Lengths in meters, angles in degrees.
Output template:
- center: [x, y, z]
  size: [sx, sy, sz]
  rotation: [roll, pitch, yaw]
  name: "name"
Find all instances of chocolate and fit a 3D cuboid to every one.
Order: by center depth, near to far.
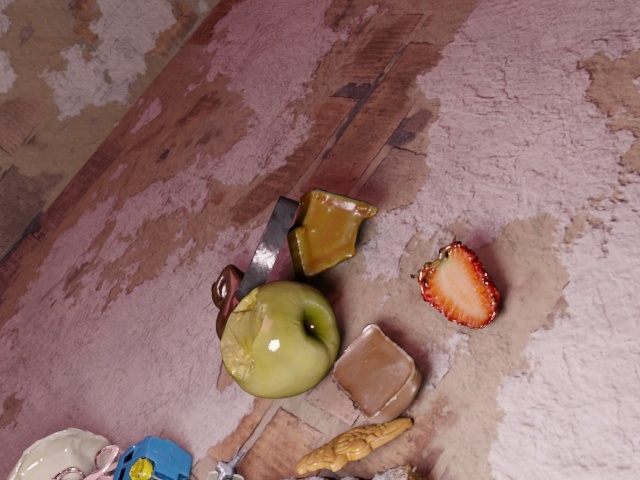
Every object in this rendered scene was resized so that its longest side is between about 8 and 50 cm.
- center: [0.125, 0.289, 1.712]
  size: [0.161, 0.083, 0.261]
  rotation: [-44, 25, 0]
  name: "chocolate"

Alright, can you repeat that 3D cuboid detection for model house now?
- center: [0.003, 0.003, 2.086]
  size: [0.268, 0.173, 0.239]
  rotation: [150, 142, -77]
  name: "model house"

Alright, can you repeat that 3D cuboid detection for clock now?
- center: [-0.130, 0.022, 2.021]
  size: [0.280, 0.055, 0.280]
  rotation: [-156, 90, -86]
  name: "clock"

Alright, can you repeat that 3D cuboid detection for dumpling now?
- center: [-0.690, 0.628, 2.046]
  size: [0.341, 0.260, 0.181]
  rotation: [-35, 43, 6]
  name: "dumpling"

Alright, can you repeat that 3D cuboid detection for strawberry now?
- center: [0.301, 0.109, 1.733]
  size: [0.167, 0.087, 0.208]
  rotation: [-48, 56, 32]
  name: "strawberry"

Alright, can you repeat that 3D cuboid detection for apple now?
- center: [-0.088, 0.222, 1.855]
  size: [0.279, 0.279, 0.279]
  rotation: [-27, 39, 24]
  name: "apple"

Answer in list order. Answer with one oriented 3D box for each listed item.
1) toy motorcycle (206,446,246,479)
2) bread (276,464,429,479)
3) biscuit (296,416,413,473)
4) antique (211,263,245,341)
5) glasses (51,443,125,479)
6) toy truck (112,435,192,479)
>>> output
- center: [-0.211, 0.565, 1.724]
  size: [0.263, 0.091, 0.157]
  rotation: [-82, 6, -48]
  name: "toy motorcycle"
- center: [0.009, 0.531, 1.561]
  size: [0.417, 0.113, 0.165]
  rotation: [-17, 42, 35]
  name: "bread"
- center: [0.066, 0.405, 1.638]
  size: [0.250, 0.035, 0.162]
  rotation: [-22, 8, 1]
  name: "biscuit"
- center: [-0.218, 0.175, 2.152]
  size: [0.143, 0.121, 0.257]
  rotation: [-45, 41, 16]
  name: "antique"
- center: [-0.523, 0.592, 1.974]
  size: [0.255, 0.162, 0.095]
  rotation: [-27, -7, -20]
  name: "glasses"
- center: [-0.409, 0.638, 1.843]
  size: [0.162, 0.161, 0.385]
  rotation: [-28, 39, 38]
  name: "toy truck"
